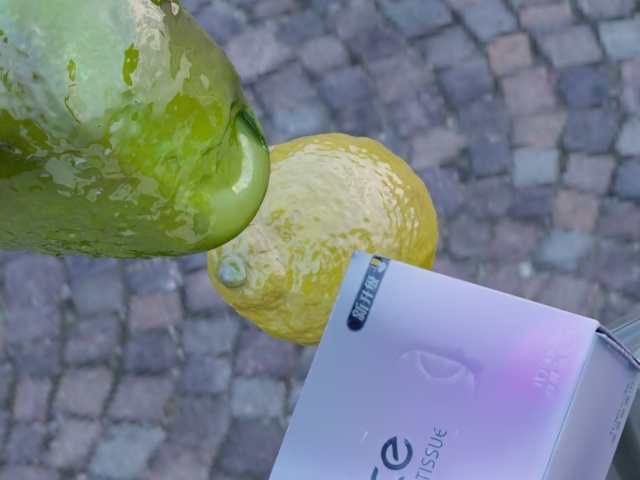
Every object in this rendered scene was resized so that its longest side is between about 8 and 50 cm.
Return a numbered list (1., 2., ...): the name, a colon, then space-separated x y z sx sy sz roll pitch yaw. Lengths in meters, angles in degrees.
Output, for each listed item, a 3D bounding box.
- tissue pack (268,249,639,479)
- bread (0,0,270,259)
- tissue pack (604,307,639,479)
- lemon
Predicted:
1. tissue pack: 0.055 0.145 0.996 0.148 0.092 0.246 16 79 28
2. bread: -0.187 -0.055 0.855 0.383 0.166 0.112 5 54 46
3. tissue pack: 0.391 0.176 1.790 0.267 0.387 0.277 -25 88 -4
4. lemon: 0.000 0.000 1.270 0.142 0.142 0.187 23 27 31
